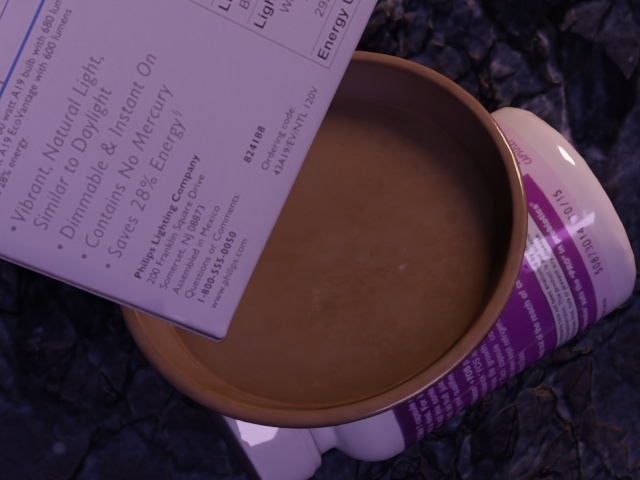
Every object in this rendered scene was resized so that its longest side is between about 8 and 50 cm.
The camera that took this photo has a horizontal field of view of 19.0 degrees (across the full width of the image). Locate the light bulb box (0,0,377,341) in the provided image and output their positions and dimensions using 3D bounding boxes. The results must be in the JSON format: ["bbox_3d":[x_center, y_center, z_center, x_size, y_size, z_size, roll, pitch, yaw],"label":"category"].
[{"bbox_3d":[-0.170,-0.184,1.087,0.361,0.225,0.358,24,92,-31],"label":"light bulb box"}]

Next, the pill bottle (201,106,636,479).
[{"bbox_3d":[0.056,0.049,1.340,0.301,0.169,0.169,-33,115,-10],"label":"pill bottle"}]

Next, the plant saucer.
[{"bbox_3d":[0.000,0.000,1.255,0.278,0.278,0.041,-37,150,-8],"label":"plant saucer"}]
